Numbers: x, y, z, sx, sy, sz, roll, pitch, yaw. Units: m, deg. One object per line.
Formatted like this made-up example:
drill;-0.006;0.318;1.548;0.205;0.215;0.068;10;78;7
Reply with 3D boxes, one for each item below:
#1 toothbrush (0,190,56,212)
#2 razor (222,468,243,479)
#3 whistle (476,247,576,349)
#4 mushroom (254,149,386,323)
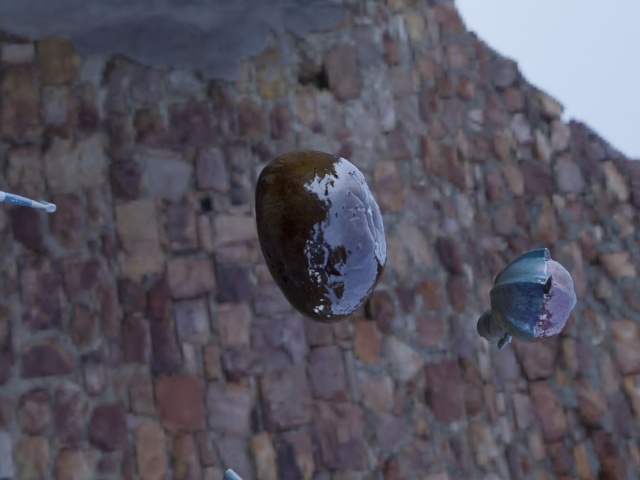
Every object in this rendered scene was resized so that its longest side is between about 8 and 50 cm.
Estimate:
toothbrush;-0.525;-0.070;1.983;0.275;0.025;0.019;24;91;-83
razor;-0.051;0.378;1.469;0.211;0.036;0.084;48;-8;13
whistle;0.335;0.113;1.884;0.346;0.133;0.142;110;-32;-73
mushroom;0.013;-0.006;1.367;0.231;0.138;0.194;39;28;-56
